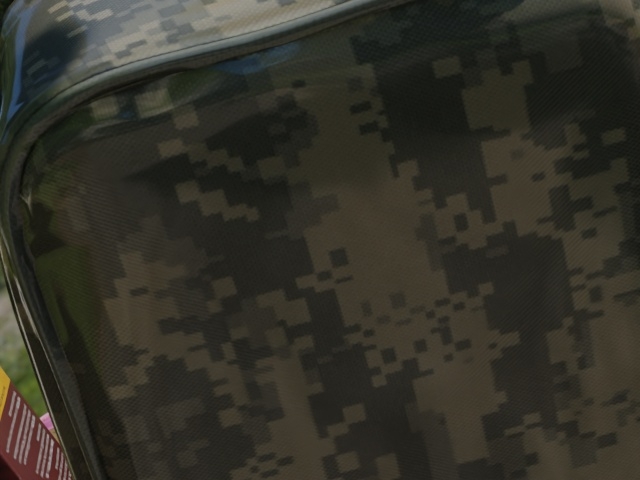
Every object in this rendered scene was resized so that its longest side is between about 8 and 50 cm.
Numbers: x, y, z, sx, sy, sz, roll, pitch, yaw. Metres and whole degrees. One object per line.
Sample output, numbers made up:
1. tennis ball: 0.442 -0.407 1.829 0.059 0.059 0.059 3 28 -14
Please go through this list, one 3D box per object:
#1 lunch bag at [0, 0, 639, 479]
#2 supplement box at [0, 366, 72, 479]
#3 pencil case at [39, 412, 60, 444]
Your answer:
1. lunch bag: 0.000 0.000 0.625 0.212 0.305 0.256 -16 33 -3
2. supplement box: -0.231 0.217 1.248 0.129 0.194 0.191 -35 11 -1
3. pencil case: -0.147 0.317 1.588 0.167 0.386 0.160 -28 22 -26
